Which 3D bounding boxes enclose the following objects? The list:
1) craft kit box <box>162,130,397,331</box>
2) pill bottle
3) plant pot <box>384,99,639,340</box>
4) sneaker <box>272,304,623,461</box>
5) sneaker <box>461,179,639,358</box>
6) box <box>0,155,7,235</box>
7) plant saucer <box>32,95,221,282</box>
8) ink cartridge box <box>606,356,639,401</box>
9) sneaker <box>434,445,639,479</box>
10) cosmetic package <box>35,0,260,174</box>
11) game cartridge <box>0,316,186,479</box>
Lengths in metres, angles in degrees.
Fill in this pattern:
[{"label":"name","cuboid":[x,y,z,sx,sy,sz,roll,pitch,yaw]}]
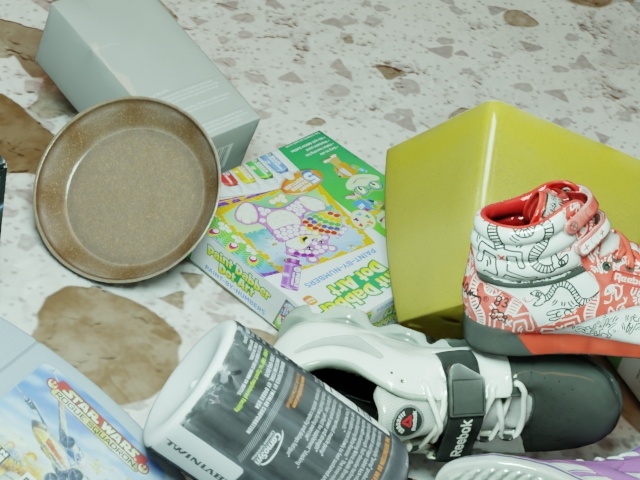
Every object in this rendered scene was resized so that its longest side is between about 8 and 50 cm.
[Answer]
[{"label":"craft kit box","cuboid":[0.000,0.000,1.724,0.247,0.061,0.250,38,43,24]},{"label":"pill bottle","cuboid":[-0.016,0.185,1.373,0.246,0.130,0.130,37,35,-13]},{"label":"plant pot","cuboid":[0.185,0.007,1.610,0.212,0.212,0.187,20,70,-22]},{"label":"sneaker","cuboid":[0.105,0.153,1.486,0.331,0.122,0.146,7,24,10]},{"label":"sneaker","cuboid":[0.261,0.023,1.449,0.270,0.145,0.090,-2,25,-1]},{"label":"box","cuboid":[-0.375,-0.004,1.498,0.147,0.180,0.077,-19,48,-36]},{"label":"plant saucer","cuboid":[-0.193,-0.049,1.664,0.199,0.036,0.198,-3,75,11]},{"label":"ink cartridge box","cuboid":[0.407,0.105,1.596,0.117,0.201,0.278,-3,40,-28]},{"label":"sneaker","cuboid":[0.242,0.236,1.487,0.282,0.102,0.161,11,17,5]},{"label":"cosmetic package","cuboid":[-0.192,-0.168,1.793,0.127,0.107,0.238,-24,63,-37]},{"label":"game cartridge","cuboid":[-0.221,0.191,1.312,0.297,0.062,0.198,43,38,2]}]
